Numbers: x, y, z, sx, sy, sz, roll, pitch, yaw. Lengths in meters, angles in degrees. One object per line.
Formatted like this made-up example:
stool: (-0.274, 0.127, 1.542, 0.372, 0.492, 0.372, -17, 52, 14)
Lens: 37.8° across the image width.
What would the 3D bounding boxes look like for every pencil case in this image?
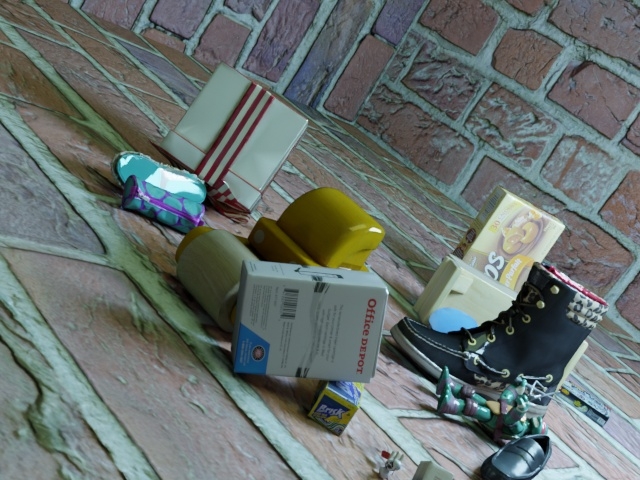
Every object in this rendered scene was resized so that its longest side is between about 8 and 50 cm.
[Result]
pencil case: (-0.287, -0.063, 1.701, 0.152, 0.064, 0.070, 23, 0, -28)

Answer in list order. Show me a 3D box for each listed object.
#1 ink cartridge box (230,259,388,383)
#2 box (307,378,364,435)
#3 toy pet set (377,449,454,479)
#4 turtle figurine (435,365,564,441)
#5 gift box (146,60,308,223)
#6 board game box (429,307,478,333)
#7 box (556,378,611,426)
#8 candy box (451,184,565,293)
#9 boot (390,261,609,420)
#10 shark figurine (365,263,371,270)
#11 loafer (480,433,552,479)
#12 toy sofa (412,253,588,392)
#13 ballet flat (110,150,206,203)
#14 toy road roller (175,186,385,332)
ink cartridge box: (-0.018, 0.116, 1.346, 0.203, 0.148, 0.086, 7, 13, -11)
box: (0.028, 0.224, 1.397, 0.059, 0.054, 0.169, 31, 15, 0)
toy pet set: (0.138, 0.341, 1.266, 0.122, 0.065, 0.114, 32, -21, -9)
turtle figurine: (0.322, 0.295, 1.647, 0.234, 0.118, 0.175, 16, 0, -1)
gift box: (-0.195, -0.203, 1.962, 0.255, 0.258, 0.276, 34, -1, 3)
board game box: (0.290, 0.220, 1.962, 0.133, 0.033, 0.168, 0, 54, -37)
box: (0.603, 0.368, 2.158, 0.137, 0.027, 0.094, 35, 13, 14)
candy box: (0.440, 0.042, 2.337, 0.183, 0.316, 0.087, 28, 16, -15)
boot: (0.350, 0.164, 1.796, 0.377, 0.284, 0.138, 28, 15, -17)
shark figurine: (0.055, 0.080, 1.816, 0.166, 0.116, 0.278, 44, 11, 15)
loafer: (0.320, 0.354, 1.512, 0.076, 0.078, 0.223, 37, 15, 24)
toy sofa: (0.400, 0.186, 2.111, 0.363, 0.150, 0.177, 30, 9, -7)
ballet flat: (-0.324, -0.112, 1.797, 0.077, 0.091, 0.241, 10, -8, 40)
toy road roller: (-0.046, 0.028, 1.530, 0.330, 0.240, 0.202, 14, 22, -50)
